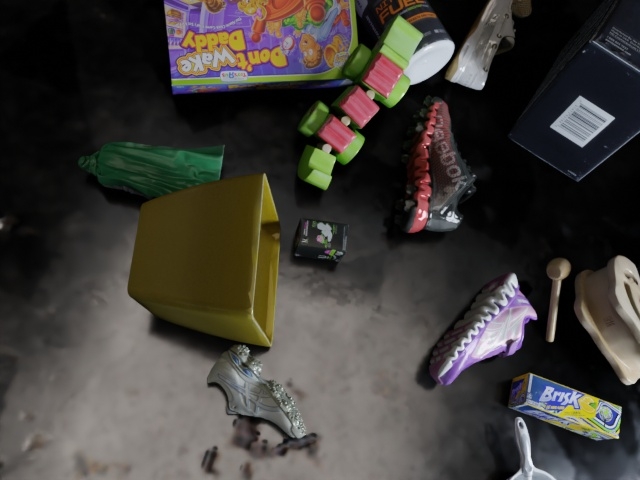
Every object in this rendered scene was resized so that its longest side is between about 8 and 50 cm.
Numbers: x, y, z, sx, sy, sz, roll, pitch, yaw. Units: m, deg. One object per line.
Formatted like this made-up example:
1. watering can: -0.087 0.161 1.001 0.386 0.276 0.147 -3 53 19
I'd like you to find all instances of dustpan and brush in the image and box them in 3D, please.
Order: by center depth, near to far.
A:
1. dustpan and brush: 0.323 0.387 0.907 0.147 0.060 0.211 -4 71 -12

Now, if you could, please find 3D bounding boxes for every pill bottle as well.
1. pill bottle: 0.152 -0.444 1.154 0.130 0.130 0.246 -23 75 -18

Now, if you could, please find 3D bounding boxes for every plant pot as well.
1. plant pot: -0.170 0.035 0.881 0.187 0.212 0.212 1 69 3

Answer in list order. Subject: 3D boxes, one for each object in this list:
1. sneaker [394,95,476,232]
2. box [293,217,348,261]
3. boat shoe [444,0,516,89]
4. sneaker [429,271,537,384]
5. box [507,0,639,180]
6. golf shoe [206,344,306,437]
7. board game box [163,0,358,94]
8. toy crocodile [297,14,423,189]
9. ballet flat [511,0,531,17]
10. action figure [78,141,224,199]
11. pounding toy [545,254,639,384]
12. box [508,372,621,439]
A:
1. sneaker: 0.220 -0.135 1.068 0.135 0.097 0.276 11 70 -6
2. box: 0.000 0.000 0.993 0.083 0.062 0.052 9 70 -8
3. boat shoe: 0.357 -0.425 1.208 0.096 0.098 0.277 30 76 1
4. sneaker: 0.281 0.163 0.973 0.104 0.095 0.236 47 67 0
5. box: 0.550 -0.322 1.092 0.182 0.296 0.294 34 68 4
6. golf shoe: -0.099 0.246 0.892 0.086 0.069 0.176 -44 79 -2
7. board game box: -0.109 -0.401 1.074 0.347 0.078 0.233 -6 94 -12
8. toy crocodile: 0.067 -0.245 1.034 0.115 0.105 0.340 37 91 -17
9. ballet flat: 0.423 -0.596 1.296 0.073 0.067 0.206 -17 74 -17
10. action figure: -0.288 -0.115 0.983 0.232 0.063 0.137 9 70 -11
11. pounding toy: 0.497 0.132 1.034 0.154 0.155 0.269 -31 87 -48
12. box: 0.405 0.277 0.965 0.169 0.059 0.054 20 65 -3
